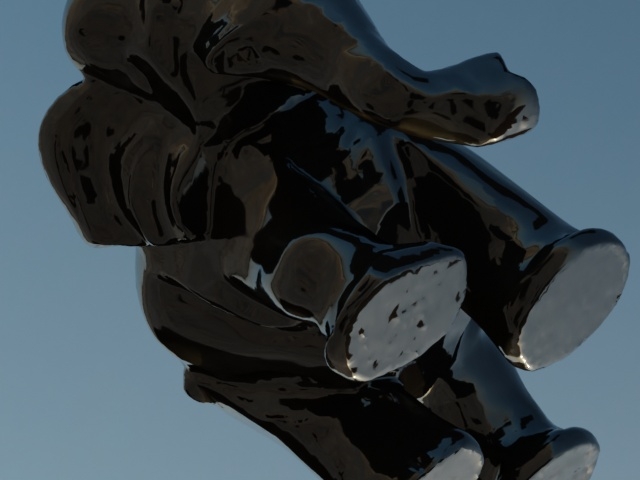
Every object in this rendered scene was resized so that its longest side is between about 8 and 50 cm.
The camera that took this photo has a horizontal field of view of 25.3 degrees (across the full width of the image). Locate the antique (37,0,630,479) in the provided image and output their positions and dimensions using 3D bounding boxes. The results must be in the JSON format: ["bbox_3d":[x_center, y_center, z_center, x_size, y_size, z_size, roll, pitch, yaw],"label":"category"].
[{"bbox_3d":[0.000,0.000,0.686,0.255,0.185,0.322,45,-23,35],"label":"antique"}]
